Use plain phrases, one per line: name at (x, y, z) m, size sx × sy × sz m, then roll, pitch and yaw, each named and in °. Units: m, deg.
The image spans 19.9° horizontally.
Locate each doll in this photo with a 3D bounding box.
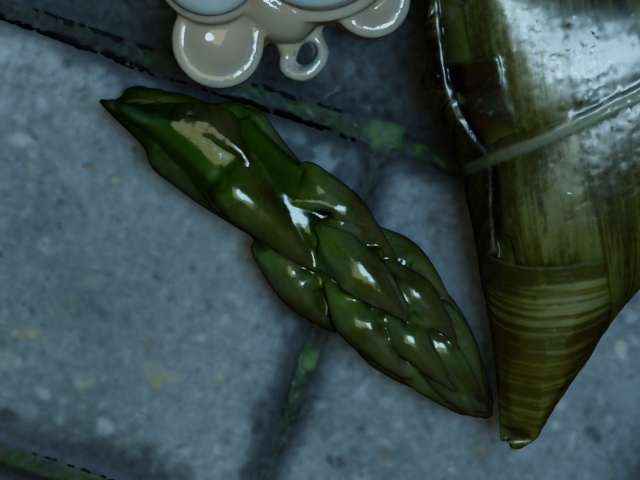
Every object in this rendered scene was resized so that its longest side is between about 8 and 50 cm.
doll at (-0.060, -0.215, 0.988) m, size 0.154 × 0.119 × 0.278 m, roll -31°, pitch 91°, yaw 0°

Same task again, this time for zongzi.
zongzi at (0.204, -0.038, 0.997) m, size 0.286 × 0.134 × 0.288 m, roll -7°, pitch 96°, yaw 3°

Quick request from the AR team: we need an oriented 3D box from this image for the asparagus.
asparagus at (0.000, 0.000, 1.034) m, size 0.080 × 0.080 × 0.287 m, roll -44°, pitch 96°, yaw 5°
